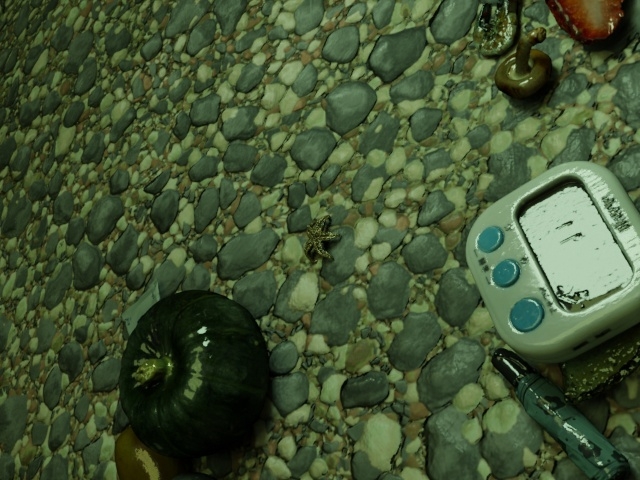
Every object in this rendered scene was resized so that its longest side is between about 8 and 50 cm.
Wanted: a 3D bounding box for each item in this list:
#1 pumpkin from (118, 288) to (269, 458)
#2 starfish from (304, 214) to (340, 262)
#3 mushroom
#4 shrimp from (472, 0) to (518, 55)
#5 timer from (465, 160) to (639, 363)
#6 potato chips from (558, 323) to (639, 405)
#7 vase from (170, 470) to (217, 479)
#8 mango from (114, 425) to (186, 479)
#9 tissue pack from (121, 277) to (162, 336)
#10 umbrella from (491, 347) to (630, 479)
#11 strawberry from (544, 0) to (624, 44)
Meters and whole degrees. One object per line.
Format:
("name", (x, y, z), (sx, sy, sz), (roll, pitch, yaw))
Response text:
("pumpkin", (-0.230, 0.231, 1.670), (0.300, 0.207, 0.300), (-20, 59, 37))
("starfish", (0.000, 0.000, 1.686), (0.078, 0.028, 0.091), (-40, 54, 20))
("mushroom", (0.325, -0.272, 1.462), (0.129, 0.072, 0.088), (121, 171, -53))
("shrimp", (0.293, -0.383, 1.576), (0.091, 0.034, 0.161), (0, 73, 44))
("timer", (0.330, 0.031, 1.281), (0.237, 0.087, 0.262), (-31, 49, 16))
("potato chips", (0.355, 0.109, 1.296), (0.202, 0.029, 0.220), (-54, 45, 2))
("vase", (-0.196, 0.483, 1.603), (0.120, 0.120, 0.183), (-50, 60, 14))
("mango", (-0.305, 0.439, 1.730), (0.136, 0.099, 0.228), (-39, 58, 24))
("tissue pack", (-0.346, 0.183, 1.929), (0.122, 0.026, 0.193), (-46, 47, 19))
("umbrella", (0.316, 0.234, 1.270), (0.250, 0.052, 0.053), (47, 139, 43))
("strawberry", (0.391, -0.411, 1.458), (0.175, 0.107, 0.236), (17, 84, 9))
